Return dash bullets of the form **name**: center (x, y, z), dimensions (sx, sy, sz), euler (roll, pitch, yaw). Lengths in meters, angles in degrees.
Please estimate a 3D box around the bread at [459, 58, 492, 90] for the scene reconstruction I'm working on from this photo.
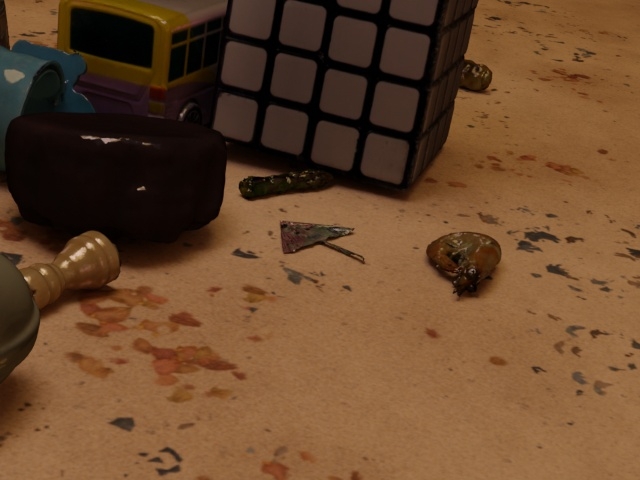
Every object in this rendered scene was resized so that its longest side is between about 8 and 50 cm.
- **bread**: center (0.314, -0.353, 2.322), dimensions (0.110, 0.060, 0.066), euler (26, 42, 29)

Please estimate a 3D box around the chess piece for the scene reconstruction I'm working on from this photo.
- **chess piece**: center (-0.285, 0.038, 1.207), dimensions (0.066, 0.066, 0.122), euler (21, 31, 27)

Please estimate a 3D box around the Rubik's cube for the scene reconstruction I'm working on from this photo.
- **Rubik's cube**: center (0.050, -0.311, 1.753), dimensions (0.337, 0.343, 0.344), euler (15, 21, 11)

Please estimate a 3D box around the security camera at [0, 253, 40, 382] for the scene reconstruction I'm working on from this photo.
- **security camera**: center (-0.391, 0.054, 0.993), dimensions (0.277, 0.197, 0.191), euler (26, 20, 18)

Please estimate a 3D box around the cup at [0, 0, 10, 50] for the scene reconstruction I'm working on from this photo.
- **cup**: center (-0.628, -0.366, 1.791), dimensions (0.227, 0.257, 0.301), euler (-1, 26, -15)

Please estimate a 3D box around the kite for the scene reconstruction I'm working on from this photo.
- **kite**: center (0.000, 0.000, 1.457), dimensions (0.157, 0.011, 0.139), euler (23, 30, 35)

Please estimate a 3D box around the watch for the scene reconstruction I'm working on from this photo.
- **watch**: center (-0.423, -0.189, 1.523), dimensions (0.211, 0.211, 0.193), euler (10, 5, 5)

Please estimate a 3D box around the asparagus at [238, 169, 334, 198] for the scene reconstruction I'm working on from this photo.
- **asparagus**: center (-0.046, -0.086, 1.613), dimensions (0.165, 0.030, 0.036), euler (-9, 20, -35)

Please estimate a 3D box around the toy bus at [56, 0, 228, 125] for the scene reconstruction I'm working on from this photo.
- **toy bus**: center (-0.238, -0.321, 1.814), dimensions (0.209, 0.249, 0.440), euler (16, 24, 18)

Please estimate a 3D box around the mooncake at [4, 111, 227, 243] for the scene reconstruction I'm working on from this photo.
- **mooncake**: center (-0.259, -0.085, 1.399), dimensions (0.283, 0.141, 0.283), euler (7, 13, -2)

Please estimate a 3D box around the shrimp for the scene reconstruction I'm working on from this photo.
- **shrimp**: center (0.184, 0.024, 1.419), dimensions (0.099, 0.041, 0.180), euler (11, 24, 9)
